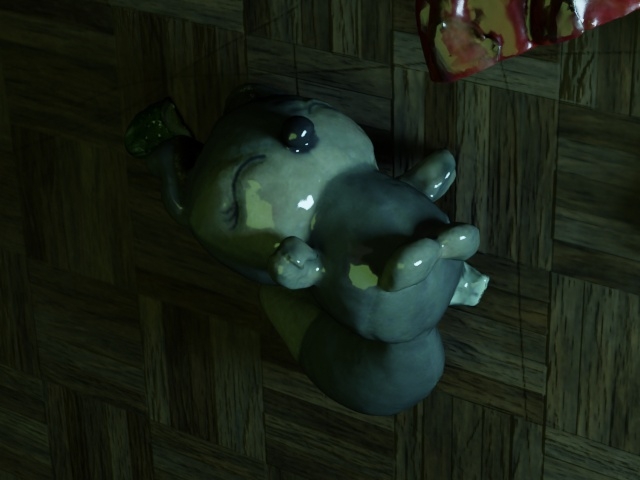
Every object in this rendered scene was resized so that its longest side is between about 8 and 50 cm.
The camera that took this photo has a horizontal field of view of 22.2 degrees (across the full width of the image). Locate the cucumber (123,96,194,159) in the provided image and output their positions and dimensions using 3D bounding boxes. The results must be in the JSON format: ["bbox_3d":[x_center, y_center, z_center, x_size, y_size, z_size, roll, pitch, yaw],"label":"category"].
[{"bbox_3d":[-0.211,-0.127,2.012,0.107,0.035,0.067,-26,97,44],"label":"cucumber"}]

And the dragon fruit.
[{"bbox_3d":[0.226,-0.310,1.451,0.329,0.228,0.286,1,112,39],"label":"dragon fruit"}]

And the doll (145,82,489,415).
[{"bbox_3d":[-0.024,0.017,1.810,0.382,0.252,0.378,36,130,25],"label":"doll"}]
